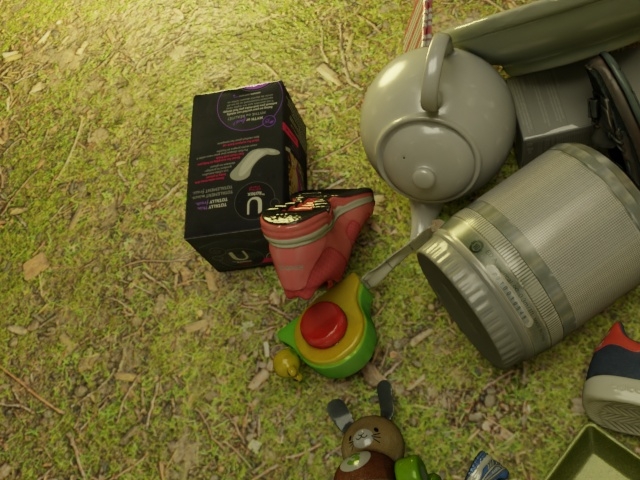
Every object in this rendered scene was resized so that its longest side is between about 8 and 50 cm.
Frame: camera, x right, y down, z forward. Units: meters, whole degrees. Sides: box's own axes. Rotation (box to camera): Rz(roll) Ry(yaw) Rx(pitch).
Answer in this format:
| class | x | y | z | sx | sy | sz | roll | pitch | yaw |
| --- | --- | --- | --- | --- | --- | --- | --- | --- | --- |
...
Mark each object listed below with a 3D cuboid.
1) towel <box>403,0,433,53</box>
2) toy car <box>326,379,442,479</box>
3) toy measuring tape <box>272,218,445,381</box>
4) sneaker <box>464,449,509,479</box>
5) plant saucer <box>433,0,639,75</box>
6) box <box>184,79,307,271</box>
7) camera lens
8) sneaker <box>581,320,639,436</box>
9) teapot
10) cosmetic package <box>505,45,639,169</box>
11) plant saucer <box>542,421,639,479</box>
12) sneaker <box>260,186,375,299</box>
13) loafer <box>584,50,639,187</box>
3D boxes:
| class | x | y | z | sx | sy | sz | roll | pitch | yaw |
| --- | --- | --- | --- | --- | --- | --- | --- | --- | --- |
| towel | 0.168 | -0.325 | 1.272 | 0.029 | 0.144 | 0.197 | 8 | 65 | -4 |
| toy car | 0.065 | 0.281 | 1.009 | 0.155 | 0.149 | 0.188 | -22 | 49 | 15 |
| toy measuring tape | 0.073 | 0.104 | 1.090 | 0.330 | 0.121 | 0.121 | -36 | 61 | 2 |
| sneaker | 0.205 | 0.347 | 0.982 | 0.058 | 0.052 | 0.135 | 26 | 75 | 18 |
| plant saucer | 0.377 | -0.329 | 1.144 | 0.400 | 0.400 | 0.101 | -15 | 102 | 8 |
| box | -0.116 | -0.103 | 1.234 | 0.165 | 0.143 | 0.270 | -7 | 63 | 14 |
| camera lens | 0.298 | 0.017 | 1.020 | 0.274 | 0.219 | 0.219 | -34 | 61 | -4 |
| sneaker | 0.516 | 0.189 | 0.935 | 0.350 | 0.131 | 0.148 | 15 | 57 | 15 |
| teapot | 0.165 | -0.150 | 1.105 | 0.252 | 0.256 | 0.187 | -31 | 25 | 39 |
| cosmetic package | 0.417 | -0.206 | 1.168 | 0.238 | 0.107 | 0.127 | -9 | 63 | 7 |
| plant saucer | 0.360 | 0.358 | 0.936 | 0.188 | 0.045 | 0.188 | 36 | 77 | 27 |
| sneaker | -0.001 | 0.000 | 1.111 | 0.116 | 0.314 | 0.136 | 0 | 103 | 22 |
| loafer | 0.428 | -0.132 | 1.065 | 0.084 | 0.096 | 0.267 | -27 | 104 | 19 |
